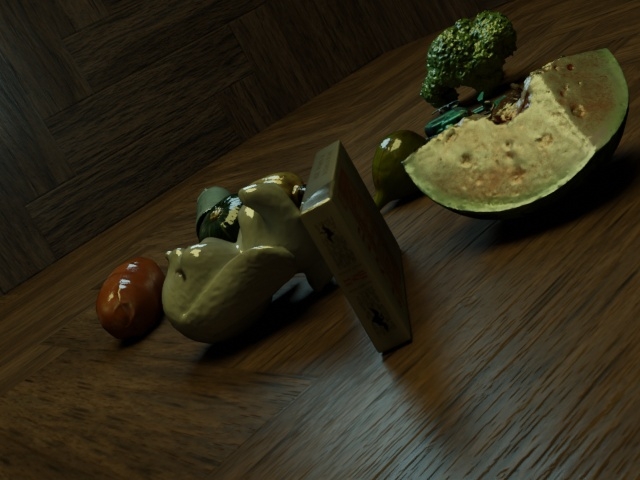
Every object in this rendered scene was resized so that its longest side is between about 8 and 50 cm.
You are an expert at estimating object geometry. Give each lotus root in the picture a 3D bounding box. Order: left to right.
[{"bbox_3d":[-0.098,-0.092,1.909,0.221,0.125,0.118,-15,-23,30],"label":"lotus root"}]

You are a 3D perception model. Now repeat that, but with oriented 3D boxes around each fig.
[{"bbox_3d":[0.130,-0.097,1.572,0.236,0.124,0.124,-58,23,-14],"label":"fig"}]

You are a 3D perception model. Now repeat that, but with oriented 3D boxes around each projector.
[{"bbox_3d":[-0.265,-0.062,2.140,0.108,0.108,0.337,-29,14,-1],"label":"projector"}]

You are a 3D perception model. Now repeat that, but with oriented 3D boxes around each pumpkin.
[{"bbox_3d":[-0.184,-0.025,1.813,0.167,0.125,0.167,-47,22,25],"label":"pumpkin"}]

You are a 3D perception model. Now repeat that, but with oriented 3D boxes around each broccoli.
[{"bbox_3d":[0.377,-0.416,2.105,0.254,0.186,0.302,-33,-29,-1],"label":"broccoli"}]

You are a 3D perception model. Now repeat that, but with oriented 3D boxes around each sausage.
[{"bbox_3d":[-0.386,0.113,1.727,0.133,0.133,0.258,-26,15,10],"label":"sausage"}]

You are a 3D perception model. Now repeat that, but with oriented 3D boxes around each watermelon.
[{"bbox_3d":[0.307,-0.108,1.191,0.322,0.188,0.175,-31,-32,18],"label":"watermelon"}]

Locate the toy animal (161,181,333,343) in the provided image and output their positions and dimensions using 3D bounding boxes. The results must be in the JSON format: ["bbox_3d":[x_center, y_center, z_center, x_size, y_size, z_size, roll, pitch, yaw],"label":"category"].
[{"bbox_3d":[-0.128,0.055,1.337,0.265,0.206,0.272,-40,0,-8],"label":"toy animal"}]

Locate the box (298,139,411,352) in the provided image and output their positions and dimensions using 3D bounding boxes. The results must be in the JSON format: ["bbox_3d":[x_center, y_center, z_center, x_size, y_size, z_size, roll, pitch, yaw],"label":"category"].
[{"bbox_3d":[0.050,-0.009,1.152,0.051,0.204,0.365,-27,14,11],"label":"box"}]

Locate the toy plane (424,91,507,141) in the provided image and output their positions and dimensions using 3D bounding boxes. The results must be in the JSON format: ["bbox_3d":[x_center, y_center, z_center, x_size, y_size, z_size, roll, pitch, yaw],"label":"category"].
[{"bbox_3d":[0.310,-0.269,1.856,0.235,0.060,0.096,-23,23,33],"label":"toy plane"}]

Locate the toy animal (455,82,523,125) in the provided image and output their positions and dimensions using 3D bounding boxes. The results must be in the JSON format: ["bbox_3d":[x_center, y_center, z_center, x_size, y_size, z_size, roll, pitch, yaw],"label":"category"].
[{"bbox_3d":[0.381,-0.253,1.609,0.243,0.087,0.260,-20,13,36],"label":"toy animal"}]
